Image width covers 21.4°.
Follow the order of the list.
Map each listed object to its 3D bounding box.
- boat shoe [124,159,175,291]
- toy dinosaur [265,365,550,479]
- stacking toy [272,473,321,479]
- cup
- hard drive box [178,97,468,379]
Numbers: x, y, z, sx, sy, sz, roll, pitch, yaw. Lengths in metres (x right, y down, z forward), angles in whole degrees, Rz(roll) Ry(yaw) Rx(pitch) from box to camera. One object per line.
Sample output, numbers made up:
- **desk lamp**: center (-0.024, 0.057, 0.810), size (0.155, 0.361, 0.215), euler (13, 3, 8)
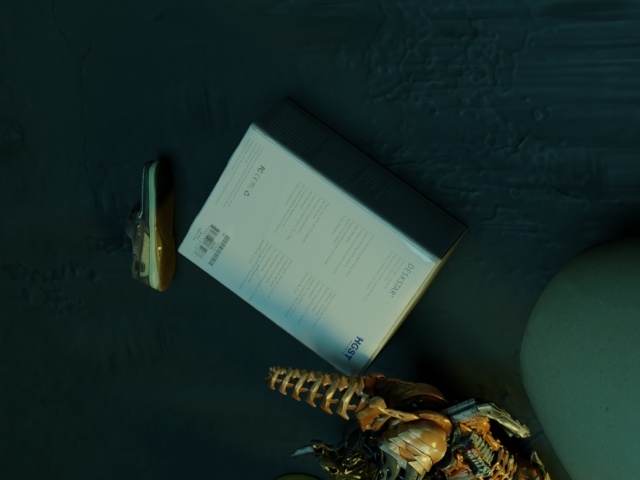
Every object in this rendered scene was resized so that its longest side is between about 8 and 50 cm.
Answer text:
- **boat shoe**: center (-0.186, -0.016, 1.816), size (0.049, 0.056, 0.152), euler (9, 116, 15)
- **toy dinosaur**: center (0.085, 0.211, 1.735), size (0.322, 0.164, 0.218), euler (43, 120, -3)
- **stacking toy**: center (0.035, 0.437, 1.876), size (0.309, 0.130, 0.279), euler (18, 118, 17)
- **cup**: center (0.322, 0.121, 1.524), size (0.237, 0.331, 0.331), euler (31, 125, 40)
- **hard drive box**: center (0.000, 0.000, 1.718), size (0.232, 0.089, 0.181), euler (37, 123, 6)
